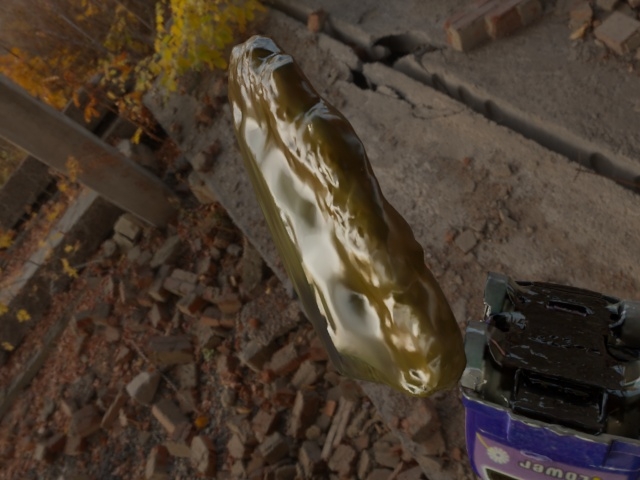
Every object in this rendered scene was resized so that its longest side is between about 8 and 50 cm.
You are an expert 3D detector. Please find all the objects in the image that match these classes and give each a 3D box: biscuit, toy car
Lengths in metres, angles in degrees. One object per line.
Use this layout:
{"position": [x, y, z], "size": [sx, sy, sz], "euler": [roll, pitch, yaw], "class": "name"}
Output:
{"position": [0.000, 0.000, 0.517], "size": [0.078, 0.335, 0.329], "euler": [-25, 70, -9], "class": "biscuit"}
{"position": [0.228, 0.140, 0.570], "size": [0.173, 0.157, 0.235], "euler": [12, 32, 20], "class": "toy car"}
